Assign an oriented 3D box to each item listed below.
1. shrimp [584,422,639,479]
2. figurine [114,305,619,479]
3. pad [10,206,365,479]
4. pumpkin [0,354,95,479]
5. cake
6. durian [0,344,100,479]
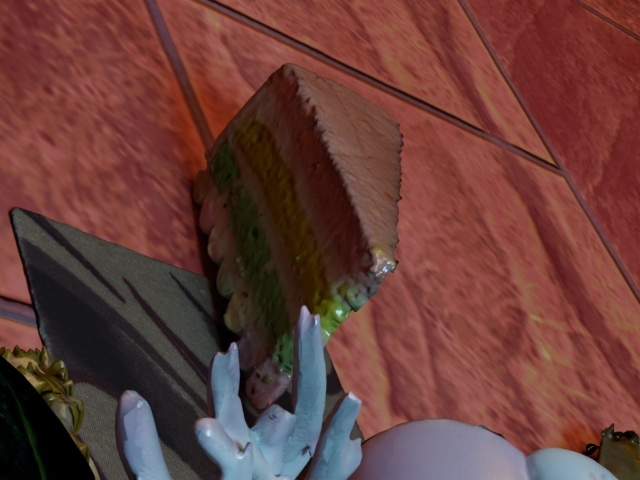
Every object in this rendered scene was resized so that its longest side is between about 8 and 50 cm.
[{"bbox_3d":[0.191,0.172,1.042,0.101,0.042,0.190,58,19,-20],"label":"shrimp"},{"bbox_3d":[0.040,0.153,0.575,0.206,0.284,0.315,14,18,7],"label":"figurine"},{"bbox_3d":[-0.030,0.127,0.806,0.220,0.004,0.330,22,33,-41],"label":"pad"},{"bbox_3d":[-0.152,0.106,0.398,0.220,0.220,0.162,14,31,-48],"label":"pumpkin"},{"bbox_3d":[-0.017,-0.012,0.906,0.090,0.109,0.225,36,21,-14],"label":"cake"},{"bbox_3d":[-0.119,0.109,0.608,0.140,0.078,0.224,17,35,-46],"label":"durian"}]
